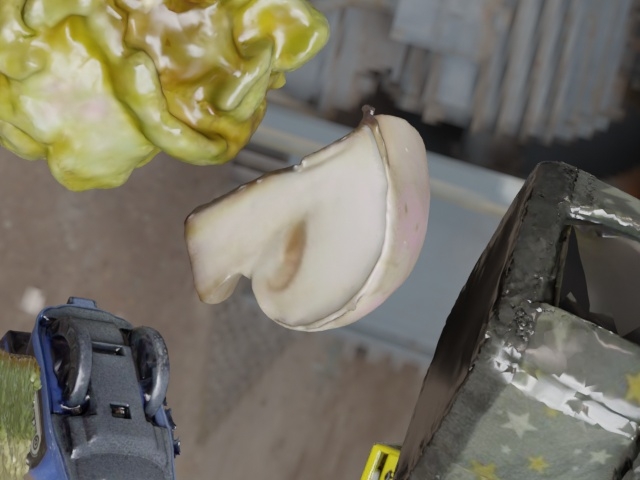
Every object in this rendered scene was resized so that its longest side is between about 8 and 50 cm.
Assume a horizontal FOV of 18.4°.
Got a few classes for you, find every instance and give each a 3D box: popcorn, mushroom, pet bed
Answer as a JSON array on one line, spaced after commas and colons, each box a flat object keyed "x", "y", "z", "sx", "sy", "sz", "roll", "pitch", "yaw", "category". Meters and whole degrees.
[{"x": -0.134, "y": -0.159, "z": 1.280, "sx": 0.212, "sy": 0.259, "sz": 0.259, "roll": 41, "pitch": 66, "yaw": -44, "category": "popcorn"}, {"x": 0.019, "y": 0.010, "z": 1.789, "sx": 0.173, "sy": 0.236, "sz": 0.162, "roll": 11, "pitch": 58, "yaw": -56, "category": "mushroom"}, {"x": 0.150, "y": 0.088, "z": 1.128, "sx": 0.211, "sy": 0.159, "sz": 0.183, "roll": 115, "pitch": -3, "yaw": -48, "category": "pet bed"}]

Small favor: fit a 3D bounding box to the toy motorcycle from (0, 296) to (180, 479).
[{"x": -0.202, "y": 0.217, "z": 1.706, "sx": 0.212, "sy": 0.125, "sz": 0.359, "roll": -48, "pitch": -135, "yaw": 38, "category": "toy motorcycle"}]

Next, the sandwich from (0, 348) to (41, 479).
[{"x": -0.221, "y": 0.096, "z": 0.841, "sx": 0.144, "sy": 0.187, "sz": 0.117, "roll": 115, "pitch": -21, "yaw": -81, "category": "sandwich"}]

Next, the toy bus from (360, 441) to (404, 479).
[{"x": 0.090, "y": 0.233, "z": 1.844, "sx": 0.226, "sy": 0.074, "sz": 0.081, "roll": 16, "pitch": 93, "yaw": -75, "category": "toy bus"}]
